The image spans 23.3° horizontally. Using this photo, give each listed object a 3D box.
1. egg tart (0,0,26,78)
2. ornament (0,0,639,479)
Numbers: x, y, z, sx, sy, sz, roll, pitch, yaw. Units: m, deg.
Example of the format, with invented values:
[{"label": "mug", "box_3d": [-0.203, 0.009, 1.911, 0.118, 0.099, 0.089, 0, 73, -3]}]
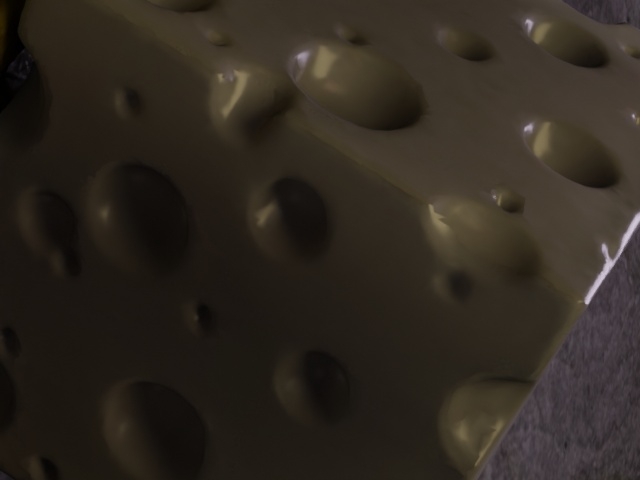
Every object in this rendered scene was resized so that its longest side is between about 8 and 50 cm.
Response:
[{"label": "egg tart", "box_3d": [-0.199, -0.200, 0.541, 0.345, 0.132, 0.345, -8, 99, -61]}, {"label": "ornament", "box_3d": [0.000, 0.000, 0.701, 0.239, 0.240, 0.240, -45, 165, -55]}]
